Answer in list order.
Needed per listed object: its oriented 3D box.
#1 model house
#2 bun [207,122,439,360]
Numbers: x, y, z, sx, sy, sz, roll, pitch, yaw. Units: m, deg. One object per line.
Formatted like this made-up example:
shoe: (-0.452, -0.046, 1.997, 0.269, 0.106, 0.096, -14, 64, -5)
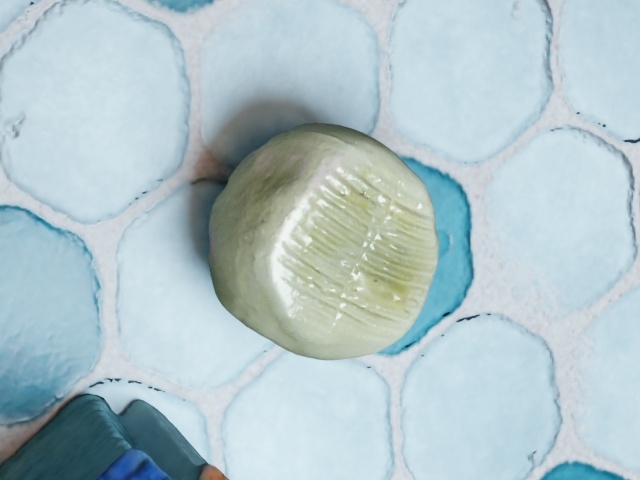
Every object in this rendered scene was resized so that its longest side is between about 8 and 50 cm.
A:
model house: (-0.108, 0.295, 1.469, 0.252, 0.329, 0.295, -45, 114, -14)
bun: (0.000, 0.000, 1.570, 0.193, 0.128, 0.178, 29, 88, -39)
